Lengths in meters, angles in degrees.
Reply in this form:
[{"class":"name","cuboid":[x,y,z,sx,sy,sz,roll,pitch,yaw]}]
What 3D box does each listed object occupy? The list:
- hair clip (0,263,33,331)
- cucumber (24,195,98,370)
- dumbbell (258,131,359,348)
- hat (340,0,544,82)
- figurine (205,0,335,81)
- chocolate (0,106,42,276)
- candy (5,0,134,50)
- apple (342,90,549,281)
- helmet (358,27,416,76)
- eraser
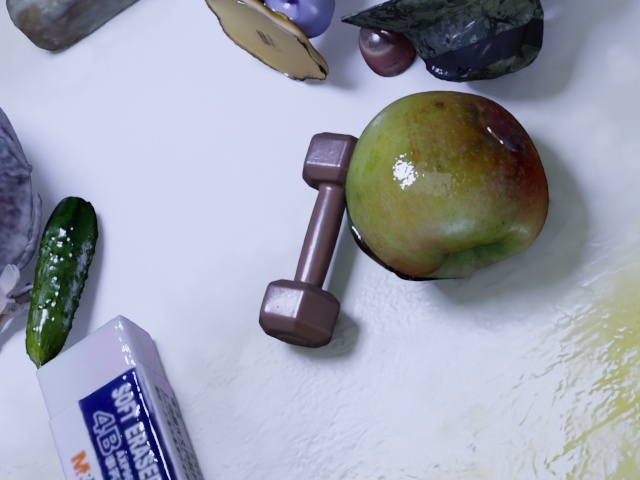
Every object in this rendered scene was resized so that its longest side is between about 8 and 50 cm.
[{"class":"hair clip","cuboid":[-0.403,0.124,1.957,0.226,0.072,0.034,-50,51,9]},{"class":"cucumber","cuboid":[-0.299,0.049,1.915,0.069,0.069,0.227,-6,57,24]},{"class":"dumbbell","cuboid":[0.000,0.000,1.787,0.082,0.092,0.231,16,73,2]},{"class":"hat","cuboid":[0.163,-0.230,1.770,0.265,0.265,0.128,-19,93,18]},{"class":"figurine","cuboid":[-0.010,-0.333,1.889,0.257,0.181,0.208,-58,23,-13]},{"class":"chocolate","cuboid":[-0.473,-0.088,1.970,0.303,0.303,0.213,-32,30,11]},{"class":"candy","cuboid":[-0.280,-0.335,2.064,0.234,0.102,0.104,-31,59,10]},{"class":"apple","cuboid":[0.125,-0.062,1.710,0.207,0.174,0.188,-12,65,4]},{"class":"helmet","cuboid":[0.069,-0.229,1.874,0.065,0.049,0.084,-26,59,16]},{"class":"eraser","cuboid":[-0.204,0.233,1.783,0.130,0.086,0.287,-32,58,12]}]
